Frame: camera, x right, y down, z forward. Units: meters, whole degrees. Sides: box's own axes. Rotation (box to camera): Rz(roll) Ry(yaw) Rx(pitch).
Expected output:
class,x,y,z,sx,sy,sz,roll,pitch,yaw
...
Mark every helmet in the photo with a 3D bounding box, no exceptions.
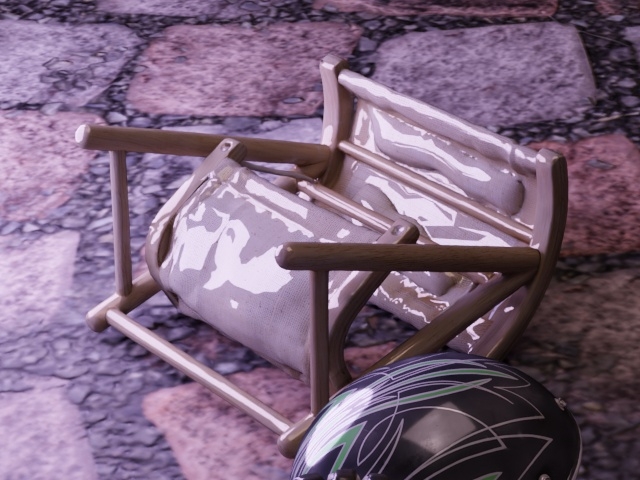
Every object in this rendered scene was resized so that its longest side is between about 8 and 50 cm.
class,x,y,z,sx,sy,sz,roll,pitch,yaw
helmet,0.066,0.146,1.143,0.169,0.161,0.169,-3,29,2

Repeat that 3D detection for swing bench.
class,x,y,z,sx,sy,sz,roll,pitch,yaw
swing bench,0.000,0.000,1.418,0.254,0.165,0.253,-19,31,-34

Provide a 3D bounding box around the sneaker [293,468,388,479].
class,x,y,z,sx,sy,sz,roll,pitch,yaw
sneaker,0.108,0.234,1.009,0.330,0.147,0.130,19,28,24
